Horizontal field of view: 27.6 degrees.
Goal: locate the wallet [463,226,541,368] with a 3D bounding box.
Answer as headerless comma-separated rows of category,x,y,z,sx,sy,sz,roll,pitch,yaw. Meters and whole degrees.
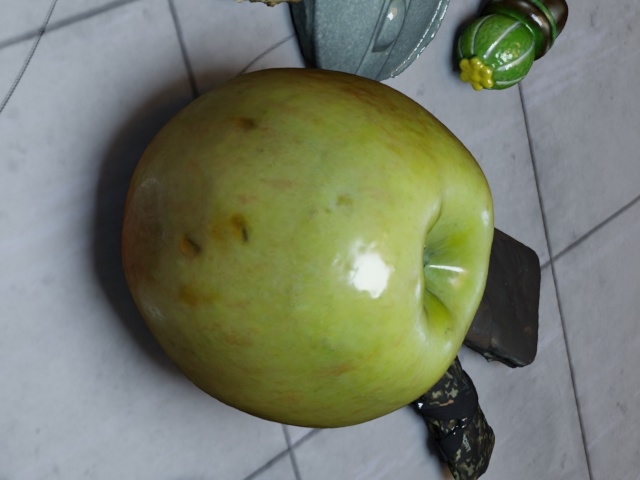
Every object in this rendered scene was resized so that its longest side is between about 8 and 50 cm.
wallet,0.167,0.038,1.510,0.309,0.042,0.165,29,55,-44

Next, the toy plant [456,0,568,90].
toy plant,0.219,-0.236,1.518,0.162,0.092,0.093,-46,124,-32

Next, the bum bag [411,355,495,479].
bum bag,0.150,0.190,1.511,0.248,0.069,0.102,59,20,-30

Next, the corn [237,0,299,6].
corn,-0.051,-0.366,1.228,0.098,0.098,0.290,-7,100,-45

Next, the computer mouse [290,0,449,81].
computer mouse,0.055,-0.339,1.328,0.203,0.114,0.374,-15,106,-44

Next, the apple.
apple,0.000,0.000,1.173,0.338,0.305,0.339,-3,95,-45
